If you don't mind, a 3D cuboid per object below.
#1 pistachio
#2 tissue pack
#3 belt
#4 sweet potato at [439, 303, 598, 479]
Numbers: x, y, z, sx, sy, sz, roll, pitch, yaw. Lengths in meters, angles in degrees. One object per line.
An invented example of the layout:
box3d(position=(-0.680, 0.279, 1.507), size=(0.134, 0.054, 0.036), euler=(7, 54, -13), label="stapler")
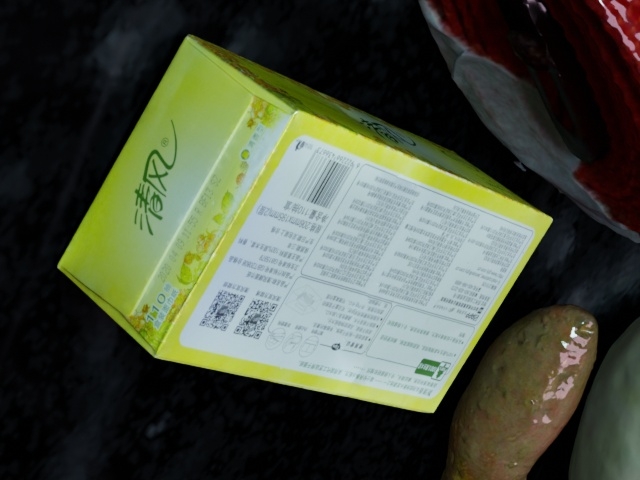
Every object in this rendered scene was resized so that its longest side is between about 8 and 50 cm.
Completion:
box3d(position=(0.188, 0.111, 0.900), size=(0.124, 0.124, 0.184), euler=(-20, 125, -39), label="pistachio")
box3d(position=(0.000, 0.000, 0.636), size=(0.176, 0.062, 0.095), euler=(17, 106, -54), label="tissue pack")
box3d(position=(0.121, -0.095, 0.645), size=(0.124, 0.128, 0.201), euler=(-46, 142, -11), label="belt")
box3d(position=(0.069, 0.117, 0.822), size=(0.050, 0.050, 0.214), euler=(5, 119, -51), label="sweet potato")
